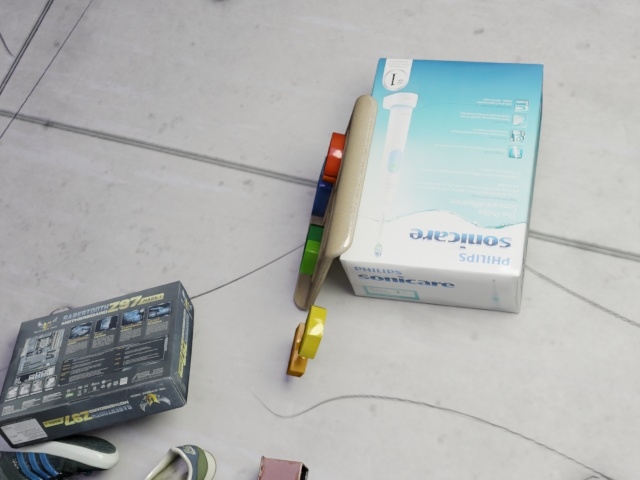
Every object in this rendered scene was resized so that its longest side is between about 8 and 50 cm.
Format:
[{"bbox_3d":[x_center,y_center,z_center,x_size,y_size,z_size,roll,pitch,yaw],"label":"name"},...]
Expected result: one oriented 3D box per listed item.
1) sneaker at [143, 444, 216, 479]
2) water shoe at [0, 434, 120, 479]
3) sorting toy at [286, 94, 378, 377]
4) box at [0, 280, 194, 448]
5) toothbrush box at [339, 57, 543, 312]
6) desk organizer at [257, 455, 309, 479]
[{"bbox_3d":[-0.201,0.322,1.070,0.064,0.086,0.192,27,74,24],"label":"sneaker"},{"bbox_3d":[-0.344,0.285,1.145,0.203,0.073,0.080,2,86,20],"label":"water shoe"},{"bbox_3d":[0.000,0.000,1.106,0.041,0.229,0.307,15,67,-7],"label":"sorting toy"},{"bbox_3d":[-0.280,0.153,1.150,0.232,0.059,0.183,-15,37,6],"label":"box"},{"bbox_3d":[0.161,-0.074,1.150,0.216,0.126,0.295,4,65,15],"label":"toothbrush box"},{"bbox_3d":[-0.051,0.323,1.057,0.050,0.047,0.130,4,66,13],"label":"desk organizer"}]
